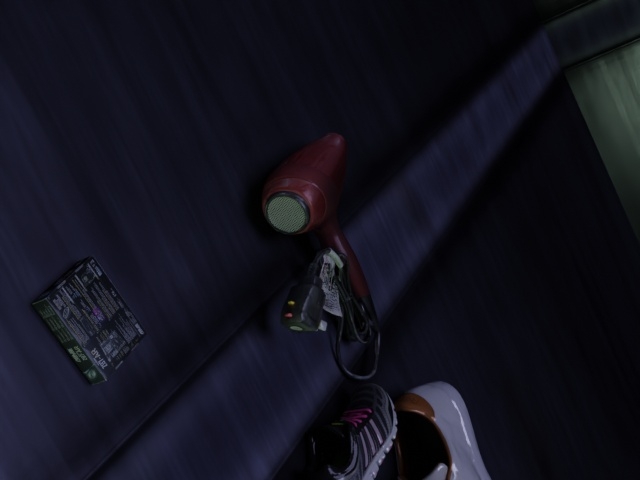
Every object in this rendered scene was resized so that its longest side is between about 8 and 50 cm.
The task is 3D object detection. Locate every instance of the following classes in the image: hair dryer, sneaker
[{"bbox_3d":[0.000,0.000,1.008,0.223,0.080,0.293,46,41,-59],"label":"hair dryer"},{"bbox_3d":[0.030,0.205,0.916,0.075,0.063,0.170,59,37,-28],"label":"sneaker"},{"bbox_3d":[0.150,0.313,1.014,0.123,0.106,0.290,-5,66,-54],"label":"sneaker"}]

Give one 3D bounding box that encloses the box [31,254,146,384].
[{"bbox_3d":[-0.185,0.064,0.711,0.083,0.018,0.067,58,33,-17],"label":"box"}]
